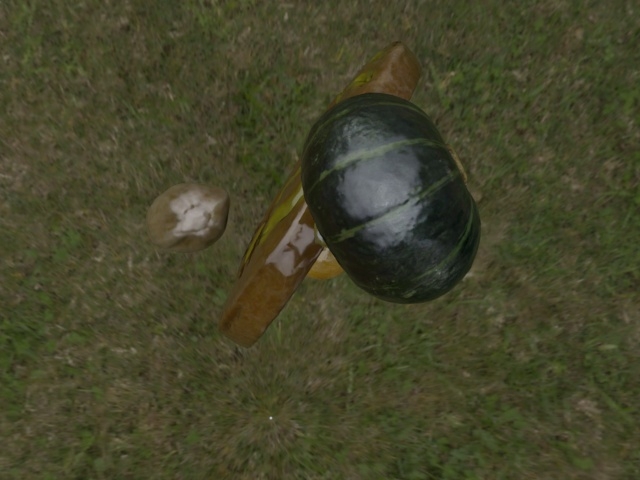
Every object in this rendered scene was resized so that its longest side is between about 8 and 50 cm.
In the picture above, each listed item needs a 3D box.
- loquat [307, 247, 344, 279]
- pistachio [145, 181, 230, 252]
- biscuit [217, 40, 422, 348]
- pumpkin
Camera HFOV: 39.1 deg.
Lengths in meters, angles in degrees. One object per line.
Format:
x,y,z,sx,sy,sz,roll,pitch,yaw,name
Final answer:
0.000,0.000,1.682,0.163,0.163,0.137,15,108,0,loquat
-0.214,-0.036,1.419,0.108,0.185,0.126,51,50,-19,pistachio
-0.014,-0.052,1.048,0.070,0.350,0.394,32,49,-5,biscuit
0.052,-0.031,0.686,0.125,0.167,0.167,-26,81,-6,pumpkin
